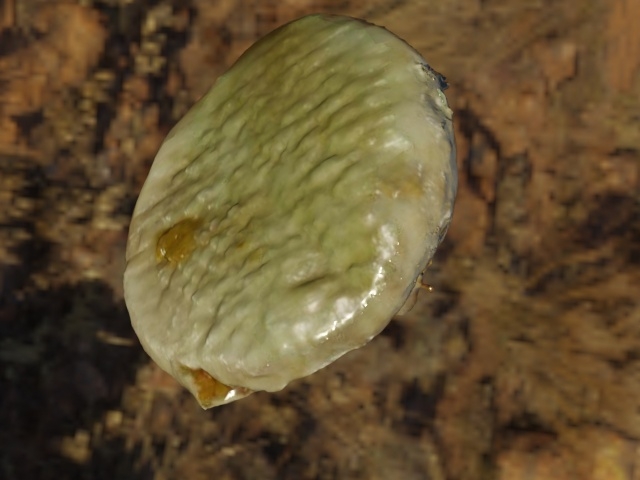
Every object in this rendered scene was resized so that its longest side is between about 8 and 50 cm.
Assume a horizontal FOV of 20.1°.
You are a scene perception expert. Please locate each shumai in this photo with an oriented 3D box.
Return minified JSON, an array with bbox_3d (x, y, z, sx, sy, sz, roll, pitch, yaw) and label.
[{"bbox_3d":[0.000,0.000,0.870,0.120,0.201,0.201,35,63,-42],"label":"shumai"}]
